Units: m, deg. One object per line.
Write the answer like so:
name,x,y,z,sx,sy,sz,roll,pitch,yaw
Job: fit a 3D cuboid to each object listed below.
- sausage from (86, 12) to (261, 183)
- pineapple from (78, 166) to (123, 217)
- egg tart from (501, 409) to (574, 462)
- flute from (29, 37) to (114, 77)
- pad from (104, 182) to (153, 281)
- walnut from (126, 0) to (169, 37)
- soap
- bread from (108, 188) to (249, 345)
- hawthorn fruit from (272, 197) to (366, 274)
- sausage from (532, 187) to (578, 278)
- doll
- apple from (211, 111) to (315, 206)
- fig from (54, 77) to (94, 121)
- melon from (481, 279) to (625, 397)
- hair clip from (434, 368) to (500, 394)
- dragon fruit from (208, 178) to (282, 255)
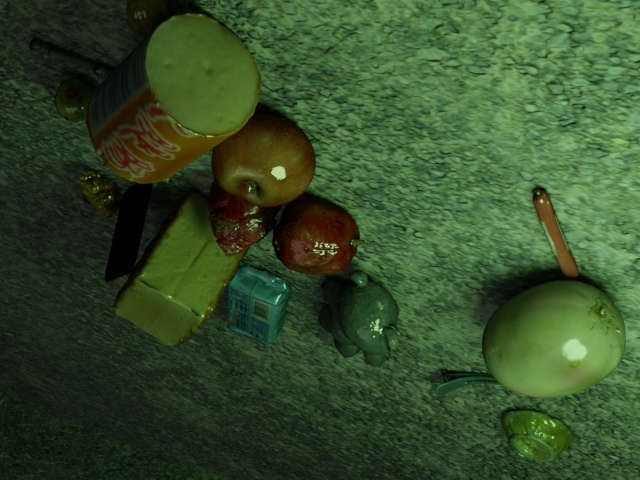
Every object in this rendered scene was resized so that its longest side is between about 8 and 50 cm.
sausage,-0.277,-0.254,1.616,0.233,0.233,0.287,40,145,-20
pineapple,-0.554,-0.125,2.187,0.116,0.069,0.137,1,131,45
egg tart,0.545,0.498,2.234,0.197,0.078,0.197,19,145,14
flute,-0.494,-0.367,1.810,0.233,0.027,0.027,22,148,9
pad,-0.480,-0.003,2.148,0.055,0.249,0.323,14,159,-16
walnut,-0.307,-0.407,1.557,0.083,0.079,0.096,25,151,1
soap,-0.166,0.167,2.291,0.156,0.077,0.293,25,148,7
bread,-0.327,0.074,2.088,0.207,0.279,0.279,32,146,-9
hawthorn fruit,-0.013,-0.001,1.855,0.179,0.173,0.173,32,149,-5
sausage,0.434,-0.008,1.621,0.034,0.034,0.253,2,141,35
doll,0.099,0.181,2.083,0.245,0.158,0.340,58,165,8
apple,-0.113,-0.149,1.707,0.201,0.162,0.201,20,147,14
fig,-0.532,-0.280,1.908,0.093,0.093,0.166,28,150,0
melon,0.454,0.197,1.723,0.223,0.223,0.317,35,146,-12
hair clip,0.394,0.346,2.159,0.230,0.070,0.039,-7,132,33
dragon fruit,-0.176,-0.058,1.905,0.121,0.161,0.127,-7,146,45
